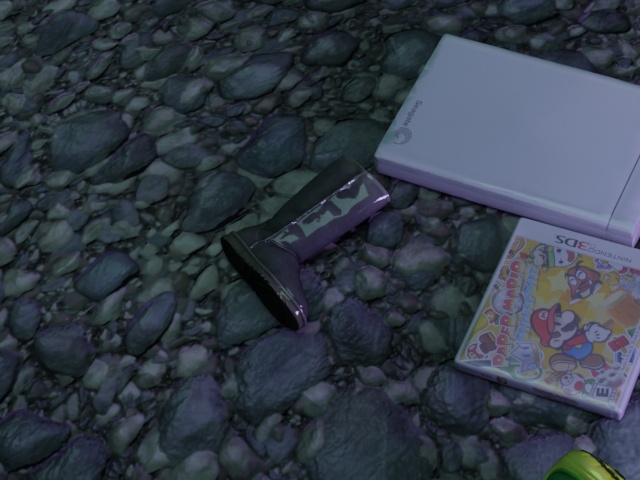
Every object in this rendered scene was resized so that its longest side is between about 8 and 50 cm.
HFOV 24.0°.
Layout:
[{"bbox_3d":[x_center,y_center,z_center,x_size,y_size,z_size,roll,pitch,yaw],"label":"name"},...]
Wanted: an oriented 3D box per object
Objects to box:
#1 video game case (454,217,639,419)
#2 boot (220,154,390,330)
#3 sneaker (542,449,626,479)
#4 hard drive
[{"bbox_3d":[0.297,0.088,1.803,0.206,0.026,0.227,16,59,21],"label":"video game case"},{"bbox_3d":[0.000,-0.001,1.901,0.209,0.076,0.189,-27,57,-18],"label":"boot"},{"bbox_3d":[0.330,0.358,1.574,0.123,0.109,0.295,-45,60,13],"label":"sneaker"},{"bbox_3d":[0.277,-0.136,1.955,0.353,0.047,0.233,18,60,22],"label":"hard drive"}]
